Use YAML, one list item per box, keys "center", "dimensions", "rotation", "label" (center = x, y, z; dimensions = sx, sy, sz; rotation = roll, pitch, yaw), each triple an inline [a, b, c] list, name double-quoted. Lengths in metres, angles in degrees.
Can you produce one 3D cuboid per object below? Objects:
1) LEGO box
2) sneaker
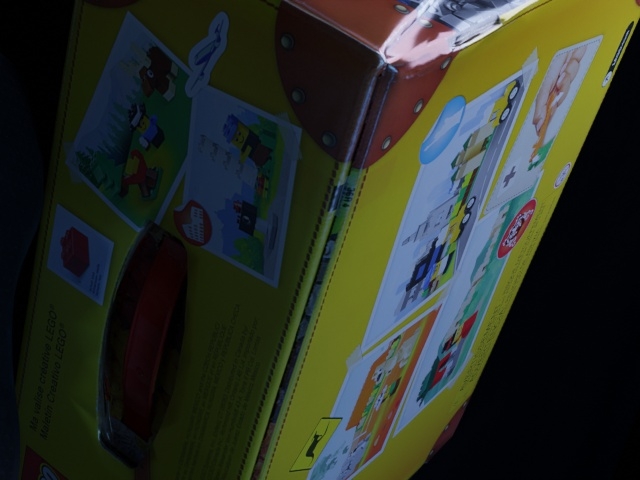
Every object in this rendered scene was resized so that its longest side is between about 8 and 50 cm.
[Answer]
- center: [0.000, 0.000, 0.874]
  dimensions: [0.372, 0.193, 0.500]
  rotation: [-32, 148, -48]
  label: "LEGO box"
- center: [-0.235, 0.025, 0.688]
  dimensions: [0.090, 0.145, 0.270]
  rotation: [43, 41, -60]
  label: "sneaker"
